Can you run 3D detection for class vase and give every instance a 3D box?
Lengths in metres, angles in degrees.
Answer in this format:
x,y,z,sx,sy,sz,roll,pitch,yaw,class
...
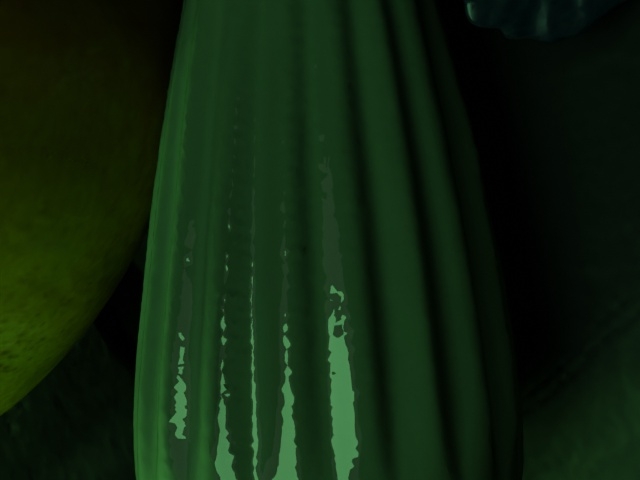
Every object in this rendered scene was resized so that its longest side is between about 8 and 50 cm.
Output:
x,y,z,sx,sy,sz,roll,pitch,yaw,class
0.000,0.000,0.564,0.128,0.128,0.248,-4,87,38,vase

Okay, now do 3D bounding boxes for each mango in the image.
x,y,z,sx,sy,sz,roll,pitch,yaw,class
-0.161,-0.038,0.652,0.211,0.173,0.317,53,132,20,mango

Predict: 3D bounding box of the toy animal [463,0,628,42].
x,y,z,sx,sy,sz,roll,pitch,yaw,class
0.032,-0.186,0.485,0.255,0.239,0.176,36,92,-18,toy animal
